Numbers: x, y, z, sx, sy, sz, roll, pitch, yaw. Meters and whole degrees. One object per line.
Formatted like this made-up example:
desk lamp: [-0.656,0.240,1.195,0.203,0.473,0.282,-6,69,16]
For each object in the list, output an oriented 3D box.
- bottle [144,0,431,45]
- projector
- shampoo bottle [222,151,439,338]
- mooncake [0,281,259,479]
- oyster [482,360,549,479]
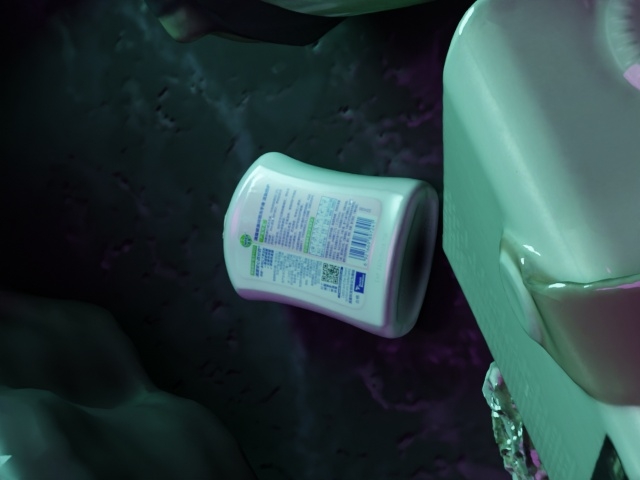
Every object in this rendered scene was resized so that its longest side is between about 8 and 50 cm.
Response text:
bottle: [0.021,-0.166,0.715,0.347,0.168,0.168,169,96,-66]
projector: [0.139,0.005,0.651,0.163,0.242,0.177,-24,72,-4]
shampoo bottle: [0.000,0.000,0.863,0.099,0.043,0.072,13,96,27]
mooncake: [-0.191,0.194,0.870,0.381,0.212,0.351,-20,77,29]
oyster: [0.133,0.071,0.791,0.125,0.064,0.177,-2,79,12]
